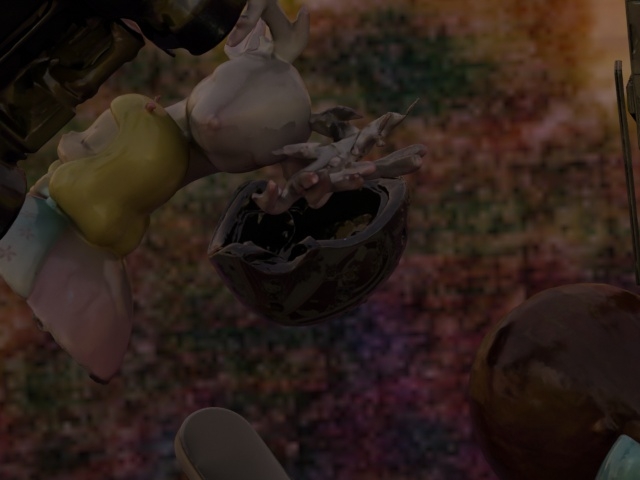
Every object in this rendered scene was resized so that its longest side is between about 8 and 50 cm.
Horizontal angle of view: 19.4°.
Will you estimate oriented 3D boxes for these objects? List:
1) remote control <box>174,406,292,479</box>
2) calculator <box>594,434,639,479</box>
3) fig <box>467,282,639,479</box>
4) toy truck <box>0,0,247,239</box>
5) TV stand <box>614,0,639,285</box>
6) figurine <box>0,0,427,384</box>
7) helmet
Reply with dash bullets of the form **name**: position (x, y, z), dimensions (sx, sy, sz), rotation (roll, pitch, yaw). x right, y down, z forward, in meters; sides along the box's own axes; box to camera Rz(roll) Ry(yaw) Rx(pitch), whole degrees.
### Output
- **remote control**: position (-0.040, 0.243, 1.597), dimensions (0.077, 0.245, 0.022), rotation (-23, -25, -35)
- **calculator**: position (0.252, 0.225, 0.954), dimensions (0.256, 0.054, 0.386), rotation (38, -4, 30)
- **fig**: position (0.223, 0.135, 1.489), dimensions (0.205, 0.205, 0.205), rotation (-4, 9, 1)
- **toy truck**: position (-0.119, -0.118, 0.747), dimensions (0.127, 0.257, 0.127), rotation (37, 13, -40)
- **TV stand**: position (0.260, -0.077, 1.488), dimensions (0.042, 0.249, 0.036), rotation (-5, 19, 13)
- **figurine**: position (-0.079, -0.053, 1.272), dimensions (0.316, 0.206, 0.284), rotation (-44, 0, 1)
- **helmet**: position (-0.003, 0.015, 1.581), dimensions (0.177, 0.107, 0.153), rotation (-8, 25, 11)
